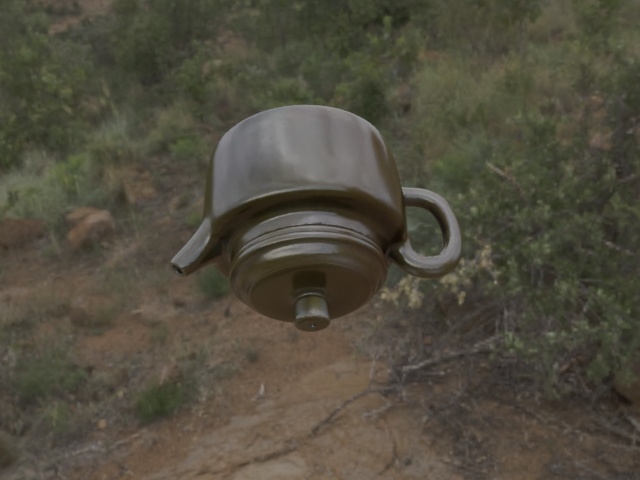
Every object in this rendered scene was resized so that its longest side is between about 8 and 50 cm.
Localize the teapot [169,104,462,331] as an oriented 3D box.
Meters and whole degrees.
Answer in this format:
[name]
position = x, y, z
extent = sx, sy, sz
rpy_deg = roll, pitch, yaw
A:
[teapot]
position = 0.000, 0.000, 0.694
extent = 0.268, 0.185, 0.175
rpy_deg = 0, 58, -8
